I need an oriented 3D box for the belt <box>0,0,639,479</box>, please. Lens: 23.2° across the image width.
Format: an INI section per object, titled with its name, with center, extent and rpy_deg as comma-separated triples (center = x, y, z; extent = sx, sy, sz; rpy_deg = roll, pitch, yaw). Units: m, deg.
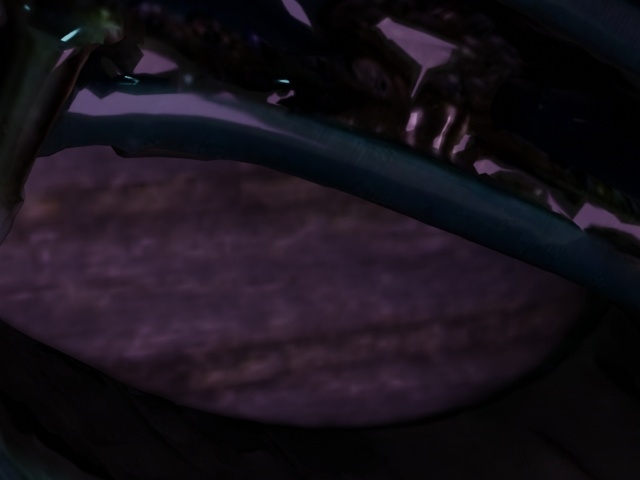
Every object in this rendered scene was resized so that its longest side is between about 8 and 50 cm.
[belt]
center = 0.001, 0.001, 0.448
extent = 0.437, 0.173, 0.300
rpy_deg = 26, 97, -27
